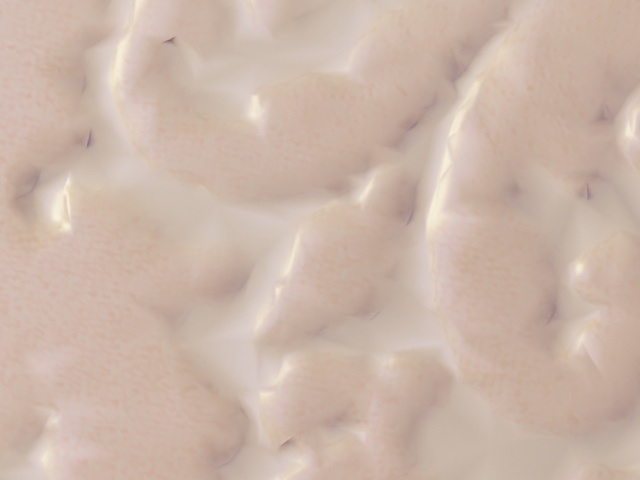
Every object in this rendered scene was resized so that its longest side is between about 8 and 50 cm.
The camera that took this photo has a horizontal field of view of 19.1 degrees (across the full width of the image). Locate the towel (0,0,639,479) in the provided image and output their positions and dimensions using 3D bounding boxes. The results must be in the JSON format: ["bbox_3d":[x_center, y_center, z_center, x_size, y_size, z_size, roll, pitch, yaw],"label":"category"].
[{"bbox_3d":[0.052,0.008,0.368,0.317,0.053,0.331,10,90,5],"label":"towel"}]
